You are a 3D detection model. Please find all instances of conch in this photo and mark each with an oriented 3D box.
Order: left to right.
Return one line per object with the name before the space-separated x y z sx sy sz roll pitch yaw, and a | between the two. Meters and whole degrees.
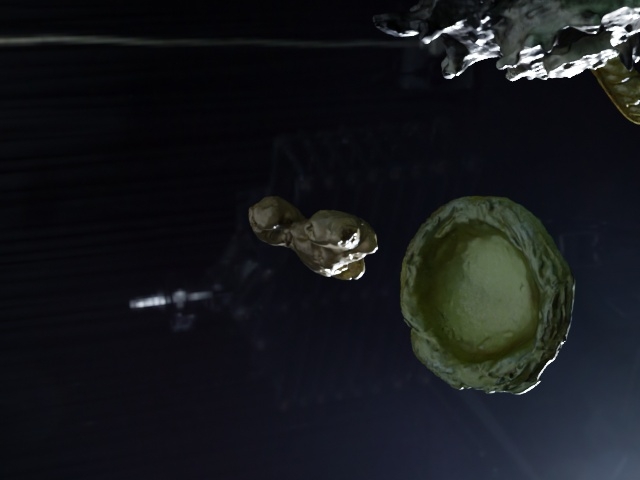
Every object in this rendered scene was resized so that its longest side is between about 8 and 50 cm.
conch | 0.212 -0.236 0.991 0.241 0.313 0.186 -112 -141 -74

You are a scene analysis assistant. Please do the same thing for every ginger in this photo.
ginger | -0.014 -0.006 1.044 0.258 0.149 0.065 90 23 -86

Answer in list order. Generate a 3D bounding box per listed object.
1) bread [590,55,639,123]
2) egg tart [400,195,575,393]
bread | 0.538 -0.283 1.720 0.088 0.232 0.128 -47 -143 15
egg tart | 0.168 0.050 0.943 0.197 0.078 0.197 3 -86 40
